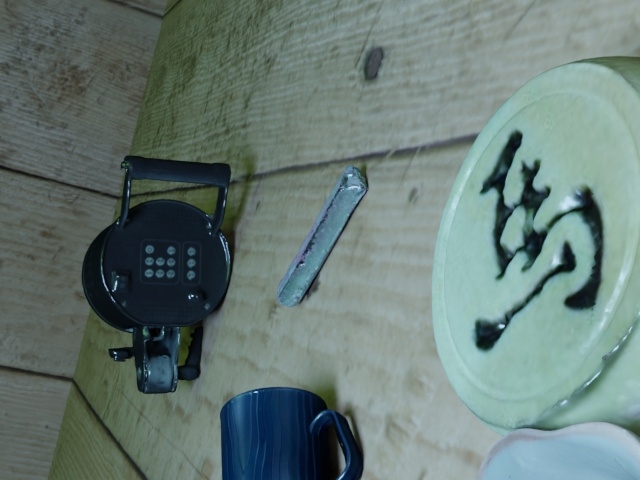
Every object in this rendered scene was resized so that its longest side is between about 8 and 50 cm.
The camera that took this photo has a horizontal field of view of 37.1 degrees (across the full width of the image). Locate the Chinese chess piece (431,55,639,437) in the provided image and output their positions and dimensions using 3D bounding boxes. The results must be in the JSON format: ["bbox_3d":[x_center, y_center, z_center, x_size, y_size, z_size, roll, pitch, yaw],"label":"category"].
[{"bbox_3d":[0.167,0.010,0.590,0.250,0.101,0.250,-166,90,-69],"label":"Chinese chess piece"}]

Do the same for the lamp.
[{"bbox_3d":[-0.274,0.037,1.554,0.272,0.205,0.374,-150,65,-65],"label":"lamp"}]

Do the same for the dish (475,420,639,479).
[{"bbox_3d":[0.159,0.202,0.491,0.229,0.081,0.229,-178,90,-67],"label":"dish"}]

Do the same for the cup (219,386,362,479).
[{"bbox_3d":[-0.038,0.227,0.955,0.150,0.114,0.138,123,151,-45],"label":"cup"}]

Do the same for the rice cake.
[{"bbox_3d":[0.000,-0.001,1.125,0.033,0.033,0.207,-87,23,-54],"label":"rice cake"}]
